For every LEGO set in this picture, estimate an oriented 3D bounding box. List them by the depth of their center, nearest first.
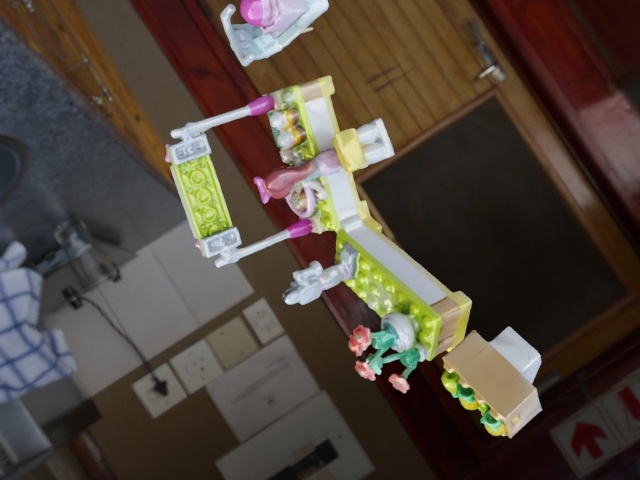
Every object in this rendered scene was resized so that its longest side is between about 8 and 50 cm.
[{"bbox_3d":[0.000,0.000,0.424,0.107,0.287,0.132,-23,172,-27],"label":"LEGO set"}]
